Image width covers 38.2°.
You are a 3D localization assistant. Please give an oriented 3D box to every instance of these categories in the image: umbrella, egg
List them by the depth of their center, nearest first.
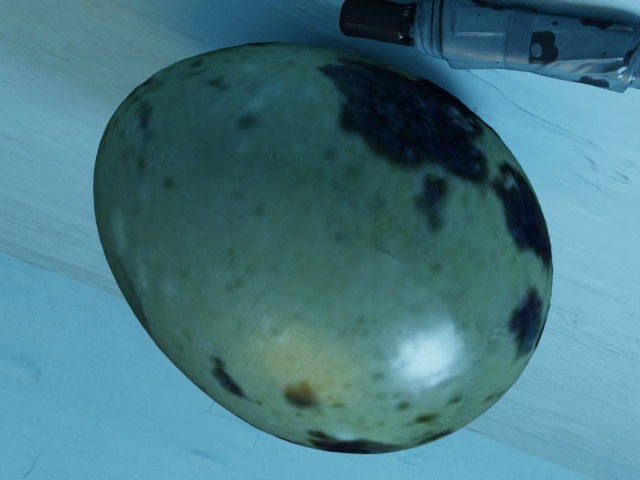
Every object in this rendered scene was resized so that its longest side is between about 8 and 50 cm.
[{"bbox_3d":[0.134,-0.155,0.720,0.250,0.053,0.052,12,161,17],"label":"umbrella"},{"bbox_3d":[0.000,0.000,0.839,0.428,0.345,0.345,32,161,3],"label":"egg"}]
